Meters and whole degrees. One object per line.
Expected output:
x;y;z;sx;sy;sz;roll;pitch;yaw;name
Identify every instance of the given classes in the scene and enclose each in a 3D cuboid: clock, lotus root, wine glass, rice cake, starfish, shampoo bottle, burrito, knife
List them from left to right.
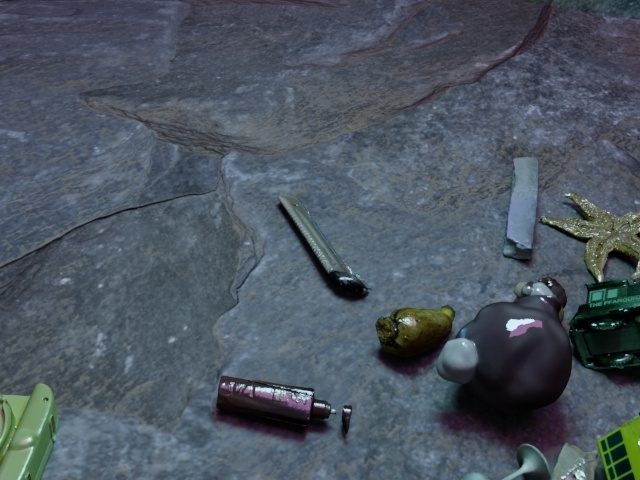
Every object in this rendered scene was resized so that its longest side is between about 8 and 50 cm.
-0.584;0.320;1.187;0.307;0.096;0.235;6;41;-1;clock
-0.063;0.287;1.339;0.236;0.067;0.068;9;80;2;shampoo bottle
-0.004;0.005;1.703;0.089;0.043;0.365;19;24;-43;knife
0.199;0.173;1.495;0.190;0.108;0.095;-6;68;-35;lotus root
0.282;0.407;1.254;0.195;0.079;0.079;-17;47;-28;wine glass
0.494;-0.087;1.878;0.070;0.064;0.399;7;39;13;rice cake
0.414;0.425;1.269;0.087;0.060;0.226;14;41;21;burrito
0.672;-0.015;1.831;0.299;0.060;0.302;-38;47;-21;starfish

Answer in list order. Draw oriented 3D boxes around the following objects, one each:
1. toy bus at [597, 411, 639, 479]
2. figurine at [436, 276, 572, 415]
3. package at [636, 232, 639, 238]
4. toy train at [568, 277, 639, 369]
0.553;0.423;1.228;0.128;0.150;0.262;30;36;-21;toy bus
0.371;0.161;1.440;0.206;0.218;0.365;53;32;-15;figurine
0.792;0.009;1.844;0.120;0.031;0.108;13;41;4;package
0.654;0.144;1.491;0.330;0.139;0.178;-14;23;30;toy train
